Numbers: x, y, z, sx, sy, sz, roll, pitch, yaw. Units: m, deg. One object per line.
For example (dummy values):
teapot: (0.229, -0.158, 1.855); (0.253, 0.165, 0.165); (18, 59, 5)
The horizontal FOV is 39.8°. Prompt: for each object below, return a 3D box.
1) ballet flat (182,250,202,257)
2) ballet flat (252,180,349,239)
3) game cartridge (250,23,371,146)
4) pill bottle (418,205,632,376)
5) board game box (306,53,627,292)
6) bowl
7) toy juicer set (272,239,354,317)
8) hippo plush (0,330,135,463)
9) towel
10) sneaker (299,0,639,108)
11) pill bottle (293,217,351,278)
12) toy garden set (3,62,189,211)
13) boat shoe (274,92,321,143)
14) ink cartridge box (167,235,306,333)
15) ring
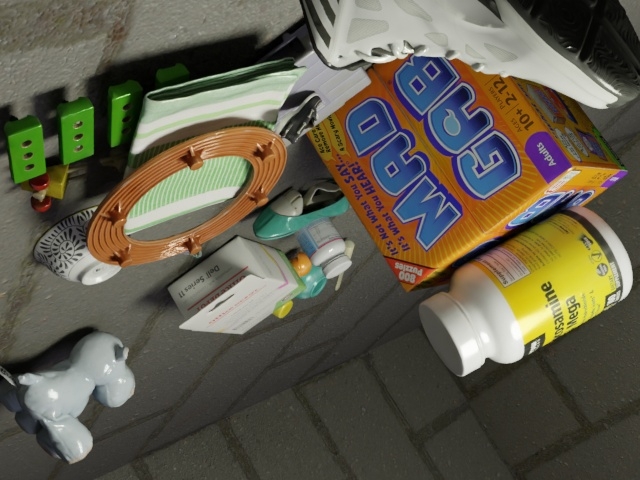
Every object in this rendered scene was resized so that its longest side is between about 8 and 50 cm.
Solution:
ballet flat: (-0.256, 0.011, 1.725); (0.041, 0.041, 0.114); (-36, 164, 14)
ballet flat: (-0.038, -0.076, 1.829); (0.247, 0.083, 0.087); (-20, 136, -36)
game cartridge: (-0.099, -0.195, 1.384); (0.355, 0.068, 0.230); (-35, 167, 9)
pill bottle: (0.346, 0.092, 1.514); (0.334, 0.188, 0.188); (-28, 163, -11)
board game box: (0.269, -0.162, 1.610); (0.356, 0.356, 0.356); (-40, 162, 27)
bowl: (-0.377, 0.022, 1.460); (0.170, 0.080, 0.170); (-29, 164, -9)
toy juicer set: (-0.020, 0.065, 2.262); (0.329, 0.089, 0.209); (-19, 141, -55)
hippo plush: (-0.524, 0.285, 1.839); (0.236, 0.234, 0.294); (-42, 128, -32)
towel: (-0.168, -0.130, 1.284); (0.248, 0.038, 0.325); (-21, 160, -31)
sneaker: (0.159, -0.273, 1.080); (0.257, 0.447, 0.169); (-45, -167, 52)
pill bottle: (0.000, 0.000, 1.938); (0.087, 0.160, 0.087); (-29, 164, -9)
toy garden set: (-0.304, -0.142, 1.188); (0.244, 0.049, 0.204); (-25, 161, -25)
boat shoe: (-0.025, -0.183, 1.324); (0.046, 0.038, 0.125); (-53, 178, 37)
ink cartridge box: (-0.192, 0.103, 1.958); (0.207, 0.119, 0.353); (-36, 164, 9)
ring: (-0.193, -0.054, 1.339); (0.336, 0.032, 0.336); (-29, 162, -10)
